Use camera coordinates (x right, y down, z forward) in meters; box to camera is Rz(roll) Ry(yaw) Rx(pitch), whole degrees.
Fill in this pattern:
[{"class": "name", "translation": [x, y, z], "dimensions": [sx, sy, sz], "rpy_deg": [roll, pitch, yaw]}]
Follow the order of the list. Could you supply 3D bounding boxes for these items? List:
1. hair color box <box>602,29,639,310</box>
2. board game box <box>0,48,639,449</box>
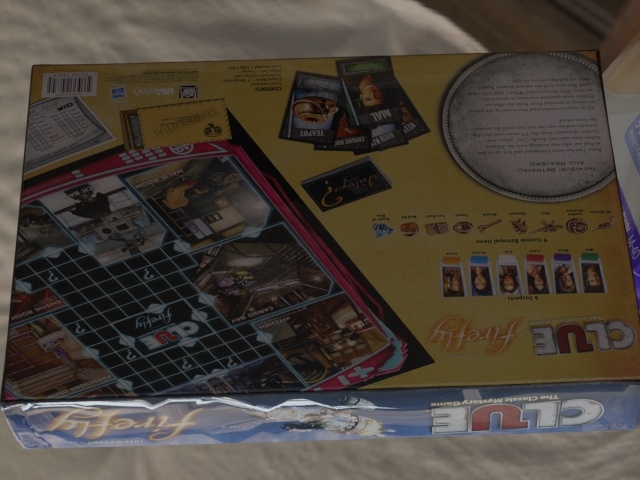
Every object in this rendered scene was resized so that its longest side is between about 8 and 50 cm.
[{"class": "hair color box", "translation": [0.292, -0.115, 0.930], "dimensions": [0.339, 0.110, 0.185], "rpy_deg": [-50, -155, 27]}, {"class": "board game box", "translation": [0.000, 0.000, 0.642], "dimensions": [0.243, 0.042, 0.165], "rpy_deg": [-1, -123, 0]}]
